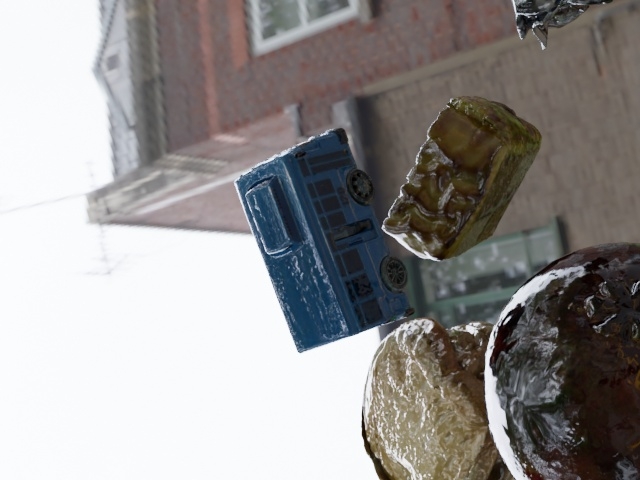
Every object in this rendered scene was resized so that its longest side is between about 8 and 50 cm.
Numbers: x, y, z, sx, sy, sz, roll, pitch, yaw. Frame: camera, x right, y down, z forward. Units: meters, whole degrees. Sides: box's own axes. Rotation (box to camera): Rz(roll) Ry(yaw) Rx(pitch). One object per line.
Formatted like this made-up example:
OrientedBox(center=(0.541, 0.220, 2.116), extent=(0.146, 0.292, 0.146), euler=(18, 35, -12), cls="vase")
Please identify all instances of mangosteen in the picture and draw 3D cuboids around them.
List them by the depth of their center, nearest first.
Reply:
OrientedBox(center=(0.249, 0.132, 0.993), extent=(0.261, 0.235, 0.235), euler=(70, -146, -45), cls="mangosteen")

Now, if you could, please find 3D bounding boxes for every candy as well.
OrientedBox(center=(0.196, -0.196, 1.018), extent=(0.051, 0.094, 0.226), euler=(62, -169, -8), cls="candy")

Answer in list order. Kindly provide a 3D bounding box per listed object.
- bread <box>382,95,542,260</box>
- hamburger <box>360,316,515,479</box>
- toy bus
OrientedBox(center=(0.166, -0.070, 1.426), extent=(0.181, 0.096, 0.222), euler=(-63, -16, 18), cls="bread")
OrientedBox(center=(0.144, 0.209, 1.393), extent=(0.146, 0.286, 0.243), euler=(3, -109, -26), cls="hamburger")
OrientedBox(center=(0.000, 0.000, 1.143), extent=(0.106, 0.090, 0.185), euler=(-18, -94, -45), cls="toy bus")
